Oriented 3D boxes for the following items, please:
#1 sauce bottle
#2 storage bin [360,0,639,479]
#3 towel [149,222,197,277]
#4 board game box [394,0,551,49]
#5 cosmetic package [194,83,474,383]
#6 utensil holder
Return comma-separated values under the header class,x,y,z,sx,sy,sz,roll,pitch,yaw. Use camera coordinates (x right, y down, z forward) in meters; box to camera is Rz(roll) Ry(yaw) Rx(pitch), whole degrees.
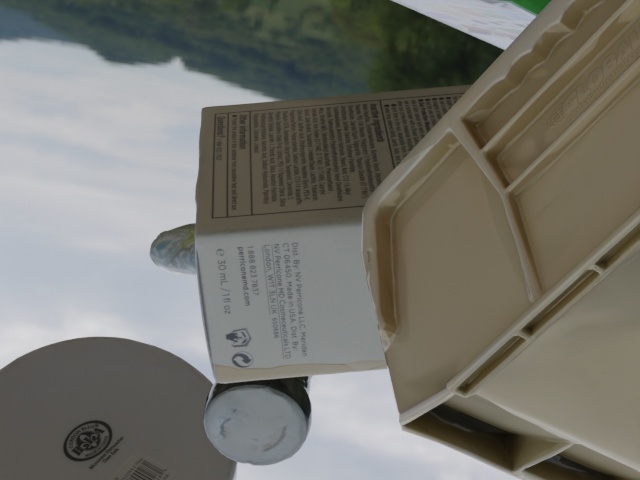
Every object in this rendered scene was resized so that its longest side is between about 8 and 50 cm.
class,x,y,z,sx,sy,sz,roll,pitch,yaw
sauce bottle,-0.030,0.034,0.966,0.111,0.111,0.344,10,-147,-3
storage bin,0.195,0.002,0.511,0.262,0.260,0.123,26,-147,-30
towel,0.000,0.000,1.788,0.374,0.090,0.320,-12,-172,-43
board game box,0.223,-0.261,1.407,0.316,0.064,0.242,13,-175,-44
cosmetic package,0.083,-0.014,0.771,0.309,0.113,0.160,-3,-147,0
utensil holder,-0.264,0.347,1.490,0.328,0.385,0.327,5,-136,-5
